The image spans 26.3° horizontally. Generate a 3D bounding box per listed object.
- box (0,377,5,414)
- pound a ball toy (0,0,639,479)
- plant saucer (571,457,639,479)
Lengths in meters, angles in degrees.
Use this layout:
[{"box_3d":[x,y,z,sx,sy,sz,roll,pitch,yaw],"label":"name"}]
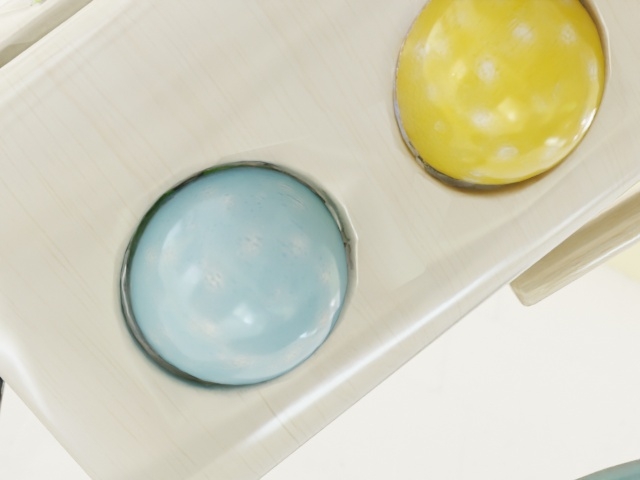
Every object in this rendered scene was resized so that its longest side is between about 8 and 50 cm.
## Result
[{"box_3d":[-0.301,0.021,0.609,0.183,0.294,0.296,13,-176,42],"label":"box"},{"box_3d":[0.066,-0.038,0.388,0.208,0.319,0.136,56,174,-27],"label":"pound a ball toy"},{"box_3d":[0.115,0.196,0.268,0.318,0.043,0.317,0,-117,0],"label":"plant saucer"}]
